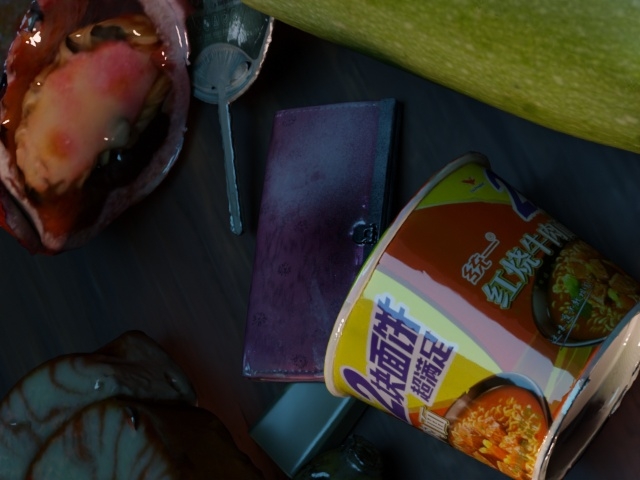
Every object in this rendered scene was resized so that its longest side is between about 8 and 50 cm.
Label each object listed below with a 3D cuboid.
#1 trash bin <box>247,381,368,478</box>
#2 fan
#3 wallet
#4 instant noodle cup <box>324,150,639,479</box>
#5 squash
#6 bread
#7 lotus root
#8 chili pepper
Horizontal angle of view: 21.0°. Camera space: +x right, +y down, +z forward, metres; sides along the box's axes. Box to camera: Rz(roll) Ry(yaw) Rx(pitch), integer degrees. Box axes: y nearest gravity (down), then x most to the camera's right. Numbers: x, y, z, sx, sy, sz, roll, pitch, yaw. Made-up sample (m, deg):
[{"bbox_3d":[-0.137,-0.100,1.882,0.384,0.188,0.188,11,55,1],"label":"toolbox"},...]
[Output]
[{"bbox_3d":[-0.005,0.140,1.394,0.061,0.043,0.092,44,103,26],"label":"trash bin"},{"bbox_3d":[-0.102,-0.182,1.456,0.223,0.012,0.294,40,130,46],"label":"fan"},{"bbox_3d":[0.000,0.000,1.391,0.119,0.025,0.232,-3,72,31],"label":"wallet"},{"bbox_3d":[0.132,0.067,1.240,0.174,0.213,0.213,32,101,20],"label":"instant noodle cup"},{"bbox_3d":[0.144,-0.222,1.219,0.384,0.263,0.263,26,98,29],"label":"squash"},{"bbox_3d":[-0.166,0.254,1.396,0.327,0.114,0.295,42,112,43],"label":"bread"},{"bbox_3d":[0.003,0.236,1.356,0.089,0.080,0.179,28,103,29],"label":"lotus root"},{"bbox_3d":[-0.284,-0.156,1.473,0.305,0.251,0.229,28,55,29],"label":"chili pepper"}]
